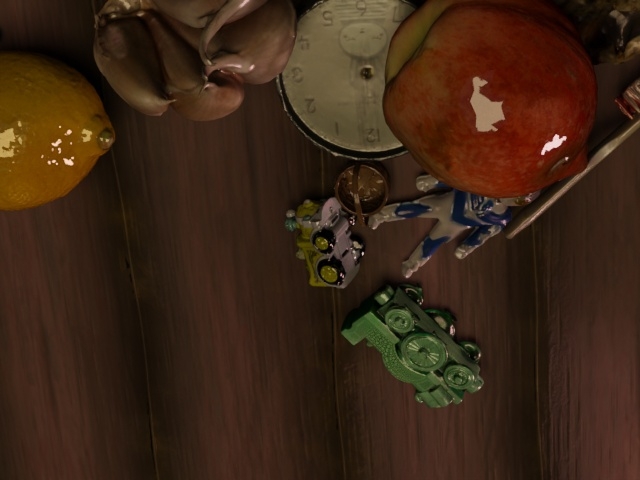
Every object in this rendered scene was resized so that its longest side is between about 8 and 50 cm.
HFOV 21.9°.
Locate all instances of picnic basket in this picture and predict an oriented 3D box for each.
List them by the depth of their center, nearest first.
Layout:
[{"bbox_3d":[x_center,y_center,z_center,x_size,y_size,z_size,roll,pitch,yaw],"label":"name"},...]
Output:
[{"bbox_3d":[0.047,-0.056,1.927,0.072,0.083,0.072,3,117,6],"label":"picnic basket"}]

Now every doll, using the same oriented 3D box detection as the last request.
[{"bbox_3d":[0.171,-0.040,1.934,0.227,0.057,0.114,-27,106,21],"label":"doll"}]

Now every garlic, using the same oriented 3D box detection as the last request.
[{"bbox_3d":[-0.133,-0.248,1.779,0.237,0.292,0.210,-32,126,-22],"label":"garlic"}]

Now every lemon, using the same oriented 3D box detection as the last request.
[{"bbox_3d":[-0.351,-0.126,1.897,0.244,0.187,0.186,-2,116,10],"label":"lemon"}]

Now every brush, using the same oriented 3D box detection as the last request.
[{"bbox_3d":[0.319,-0.121,1.841,0.321,0.060,0.050,-43,91,12],"label":"brush"}]

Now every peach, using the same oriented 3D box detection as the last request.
[{"bbox_3d":[0.194,-0.148,1.753,0.257,0.232,0.232,29,117,-17],"label":"peach"}]

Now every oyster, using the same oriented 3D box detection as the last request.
[{"bbox_3d":[0.332,-0.251,1.792,0.166,0.094,0.294,38,122,-20],"label":"oyster"}]

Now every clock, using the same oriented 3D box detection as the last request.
[{"bbox_3d":[0.053,-0.191,1.883,0.215,0.042,0.215,3,117,6],"label":"clock"}]

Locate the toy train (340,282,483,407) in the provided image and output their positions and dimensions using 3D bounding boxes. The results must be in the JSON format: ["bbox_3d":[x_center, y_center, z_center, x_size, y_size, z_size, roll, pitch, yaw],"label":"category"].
[{"bbox_3d":[0.117,0.132,2.019,0.178,0.071,0.104,45,121,-12],"label":"toy train"}]

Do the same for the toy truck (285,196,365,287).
[{"bbox_3d":[0.000,0.000,1.974,0.077,0.076,0.111,-3,116,32],"label":"toy truck"}]
